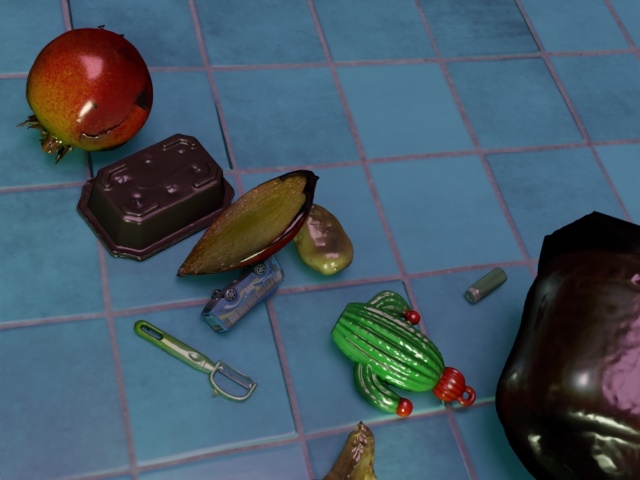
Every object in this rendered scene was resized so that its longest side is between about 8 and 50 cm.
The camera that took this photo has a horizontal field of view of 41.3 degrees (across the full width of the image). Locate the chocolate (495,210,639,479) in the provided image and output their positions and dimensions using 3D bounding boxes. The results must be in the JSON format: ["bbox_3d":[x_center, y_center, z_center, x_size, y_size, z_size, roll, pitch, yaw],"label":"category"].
[{"bbox_3d":[0.421,0.207,1.251,0.384,0.383,0.331,38,59,11],"label":"chocolate"}]

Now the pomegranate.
[{"bbox_3d":[-0.392,-0.242,1.417,0.235,0.210,0.210,-45,74,3],"label":"pomegranate"}]

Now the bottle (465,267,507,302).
[{"bbox_3d":[0.290,0.079,1.491,0.083,0.030,0.030,-31,70,-28],"label":"bottle"}]

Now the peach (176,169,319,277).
[{"bbox_3d":[-0.106,-0.007,1.382,0.279,0.068,0.189,-36,27,0],"label":"peach"}]

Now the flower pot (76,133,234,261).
[{"bbox_3d":[-0.269,-0.089,1.419,0.251,0.084,0.179,-30,70,-29],"label":"flower pot"}]

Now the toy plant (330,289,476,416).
[{"bbox_3d":[0.121,0.193,1.343,0.155,0.088,0.240,-32,81,-17],"label":"toy plant"}]

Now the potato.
[{"bbox_3d":[0.000,0.000,1.440,0.092,0.070,0.138,-17,65,-23],"label":"potato"}]

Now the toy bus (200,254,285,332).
[{"bbox_3d":[-0.123,0.083,1.363,0.153,0.051,0.061,-41,105,-32],"label":"toy bus"}]

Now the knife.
[{"bbox_3d":[-0.200,0.187,1.302,0.212,0.015,0.054,31,63,5],"label":"knife"}]

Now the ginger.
[{"bbox_3d":[-0.017,0.394,1.177,0.148,0.081,0.334,38,52,10],"label":"ginger"}]
